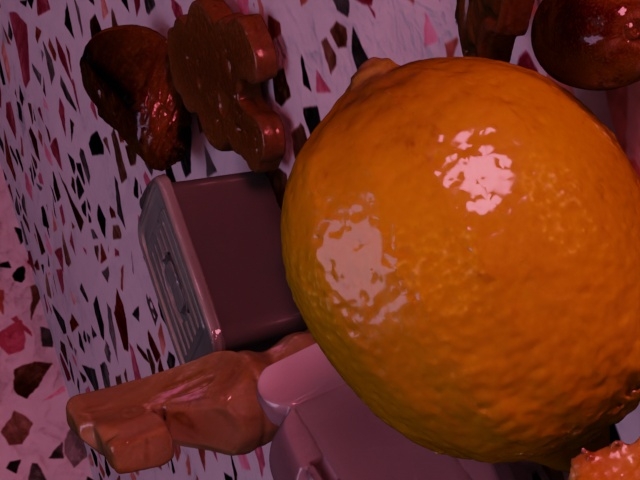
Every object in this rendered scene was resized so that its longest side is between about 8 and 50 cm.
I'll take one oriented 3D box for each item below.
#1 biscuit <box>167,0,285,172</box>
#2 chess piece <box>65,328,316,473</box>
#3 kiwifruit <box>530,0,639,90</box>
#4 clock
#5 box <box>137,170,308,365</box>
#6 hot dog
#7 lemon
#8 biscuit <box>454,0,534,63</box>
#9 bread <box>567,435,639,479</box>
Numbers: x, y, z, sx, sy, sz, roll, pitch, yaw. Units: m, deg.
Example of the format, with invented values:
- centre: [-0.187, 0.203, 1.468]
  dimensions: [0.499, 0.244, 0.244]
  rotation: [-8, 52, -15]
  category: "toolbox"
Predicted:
- centre: [-0.103, -0.183, 1.998]
  dimensions: [0.295, 0.044, 0.186]
  rotation: [-142, 46, -59]
  category: "biscuit"
- centre: [-0.106, 0.169, 1.852]
  dimensions: [0.137, 0.301, 0.137]
  rotation: [169, 90, -70]
  category: "chess piece"
- centre: [0.182, -0.136, 1.179]
  dimensions: [0.124, 0.075, 0.075]
  rotation: [-175, 72, -71]
  category: "kiwifruit"
- centre: [0.091, 0.271, 1.517]
  dimensions: [0.342, 0.184, 0.326]
  rotation: [-118, 5, -47]
  category: "clock"
- centre: [-0.104, 0.040, 2.009]
  dimensions: [0.163, 0.135, 0.243]
  rotation: [117, 137, -60]
  category: "box"
- centre: [-0.225, -0.179, 2.251]
  dimensions: [0.227, 0.099, 0.160]
  rotation: [-125, 29, -45]
  category: "hot dog"
- centre: [0.109, 0.018, 1.217]
  dimensions: [0.320, 0.245, 0.245]
  rotation: [58, 162, -6]
  category: "lemon"
- centre: [0.120, -0.209, 1.279]
  dimensions: [0.215, 0.034, 0.182]
  rotation: [108, 164, -67]
  category: "biscuit"
- centre: [0.224, 0.238, 1.165]
  dimensions: [0.139, 0.143, 0.229]
  rotation: [-93, -3, -48]
  category: "bread"
